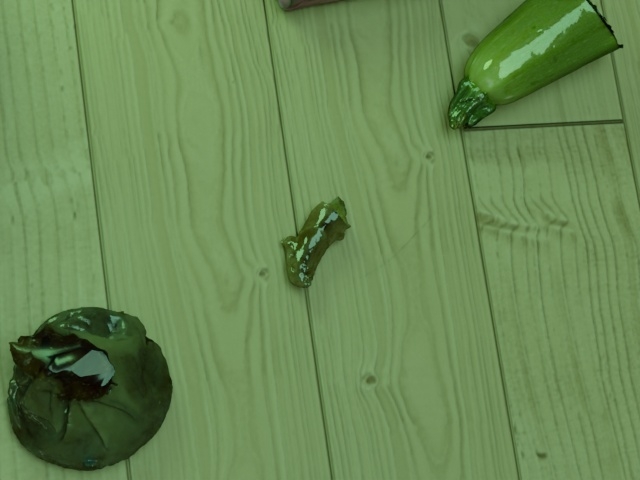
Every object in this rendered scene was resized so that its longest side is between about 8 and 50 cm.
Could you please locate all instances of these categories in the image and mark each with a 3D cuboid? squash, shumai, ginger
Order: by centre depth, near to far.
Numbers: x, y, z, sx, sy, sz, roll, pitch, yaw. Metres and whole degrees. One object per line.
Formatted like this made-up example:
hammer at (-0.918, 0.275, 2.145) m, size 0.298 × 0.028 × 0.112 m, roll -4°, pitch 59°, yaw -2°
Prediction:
shumai at (-0.261, 0.158, 1.689) m, size 0.201 × 0.120 × 0.201 m, roll 5°, pitch 73°, yaw -15°
ginger at (-0.005, -0.003, 1.857) m, size 0.057 × 0.044 × 0.137 m, roll 44°, pitch 68°, yaw -24°
squash at (0.270, -0.255, 1.968) m, size 0.287 × 0.137 × 0.137 m, roll -31°, pitch 88°, yaw -21°

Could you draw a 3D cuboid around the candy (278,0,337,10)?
candy at (0.052, -0.404, 1.933) m, size 0.265 × 0.116 × 0.156 m, roll -15°, pitch 83°, yaw -22°
